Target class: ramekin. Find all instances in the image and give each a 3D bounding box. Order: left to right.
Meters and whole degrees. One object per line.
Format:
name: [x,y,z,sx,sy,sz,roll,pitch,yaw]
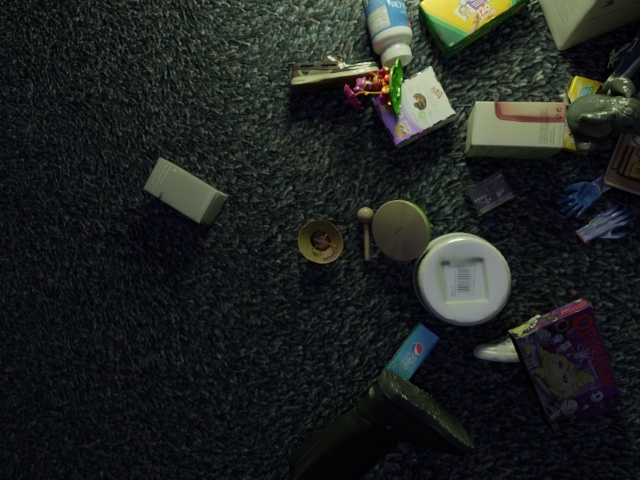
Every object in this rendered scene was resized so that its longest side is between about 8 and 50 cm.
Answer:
ramekin: [0.407,0.114,1.236,0.276,0.135,0.278,0,89,11]

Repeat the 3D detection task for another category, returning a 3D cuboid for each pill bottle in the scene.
pill bottle: [0.207,-0.639,1.292,0.124,0.124,0.222,-14,88,11]

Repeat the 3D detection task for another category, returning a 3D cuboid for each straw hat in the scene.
straw hat: [0.000,0.000,1.356,0.144,0.061,0.145,0,103,0]

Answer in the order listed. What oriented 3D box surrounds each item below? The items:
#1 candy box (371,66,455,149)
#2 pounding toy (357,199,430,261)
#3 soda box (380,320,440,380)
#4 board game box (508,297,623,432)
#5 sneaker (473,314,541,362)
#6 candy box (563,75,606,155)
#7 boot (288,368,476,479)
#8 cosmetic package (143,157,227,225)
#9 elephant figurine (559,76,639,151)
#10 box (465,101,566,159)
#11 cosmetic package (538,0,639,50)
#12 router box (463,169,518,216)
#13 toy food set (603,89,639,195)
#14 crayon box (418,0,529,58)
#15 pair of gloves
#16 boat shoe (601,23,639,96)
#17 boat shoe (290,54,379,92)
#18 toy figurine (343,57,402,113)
candy box: [0.281,-0.397,1.301,0.196,0.070,0.165,-26,84,10]
pounding toy: [0.240,-0.036,1.302,0.236,0.110,0.183,-6,100,40]
soda box: [0.268,0.350,1.293,0.071,0.067,0.210,36,97,9]
board game box: [0.662,0.344,1.154,0.208,0.056,0.347,-28,108,2]
sneaker: [0.575,0.277,1.223,0.289,0.106,0.123,-5,85,0]
candy box: [0.745,-0.356,1.229,0.105,0.027,0.206,19,93,11]
boot: [0.172,0.627,1.262,0.367,0.146,0.445,38,103,-10]
cosmetic package: [-0.446,-0.159,1.426,0.237,0.107,0.127,29,92,13]
elephant figurine: [0.752,-0.324,1.093,0.185,0.239,0.170,1,92,6]
box: [0.540,-0.307,1.208,0.232,0.148,0.127,5,90,11]
cosmetic package: [0.751,-0.751,1.048,0.329,0.393,0.328,-19,86,11]
router box: [0.501,-0.139,1.269,0.122,0.038,0.092,-29,83,10]
toy food set: [0.933,-0.251,1.150,0.219,0.092,0.306,21,90,9]
crayon box: [0.452,-0.695,1.265,0.278,0.081,0.166,-32,84,9]
pair of gloves: [0.783,-0.084,1.221,0.159,0.023,0.198,-31,83,9]
boat shoe: [0.843,-0.504,1.174,0.079,0.095,0.255,39,89,22]
boat shoe: [0.040,-0.531,1.337,0.284,0.103,0.093,-4,93,17]
toy figurine: [0.148,-0.447,1.250,0.159,0.130,0.173,3,65,23]
